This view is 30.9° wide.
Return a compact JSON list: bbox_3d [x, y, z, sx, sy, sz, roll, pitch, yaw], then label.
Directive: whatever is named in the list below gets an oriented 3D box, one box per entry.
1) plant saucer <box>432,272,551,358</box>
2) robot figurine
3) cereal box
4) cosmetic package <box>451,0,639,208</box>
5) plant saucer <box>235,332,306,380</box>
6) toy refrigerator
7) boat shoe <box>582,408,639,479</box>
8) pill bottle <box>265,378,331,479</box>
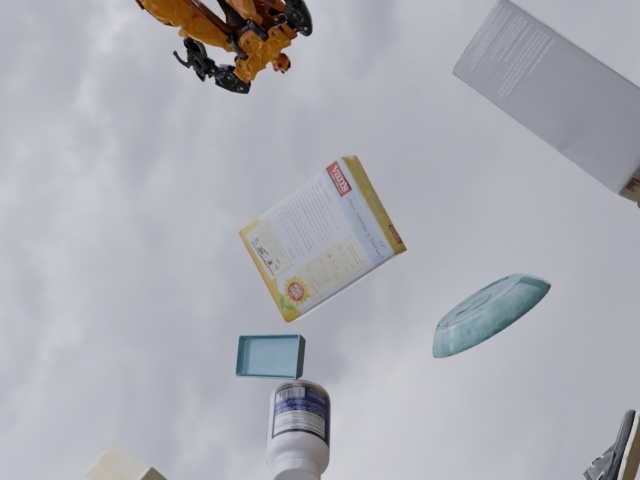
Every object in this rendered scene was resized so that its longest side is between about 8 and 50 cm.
[{"bbox_3d":[0.142,0.060,0.998,0.119,0.021,0.119,-33,4,3],"label":"plant saucer"},{"bbox_3d":[-0.149,-0.347,1.648,0.211,0.291,0.085,-38,23,26],"label":"robot figurine"},{"bbox_3d":[0.000,0.000,1.795,0.240,0.173,0.047,-34,-12,32],"label":"cereal box"},{"bbox_3d":[0.263,-0.136,1.167,0.127,0.238,0.107,12,-67,-56],"label":"cosmetic package"},{"bbox_3d":[-0.075,0.173,1.719,0.018,0.192,0.067,10,-100,-31],"label":"plant saucer"},{"bbox_3d":[-0.343,0.453,2.116,0.102,0.269,0.094,46,-107,-19],"label":"toy refrigerator"},{"bbox_3d":[0.451,0.362,1.812,0.233,0.079,0.084,-63,-35,-23],"label":"boat shoe"},{"bbox_3d":[-0.032,0.290,1.679,0.169,0.094,0.094,-87,1,-53],"label":"pill bottle"}]
